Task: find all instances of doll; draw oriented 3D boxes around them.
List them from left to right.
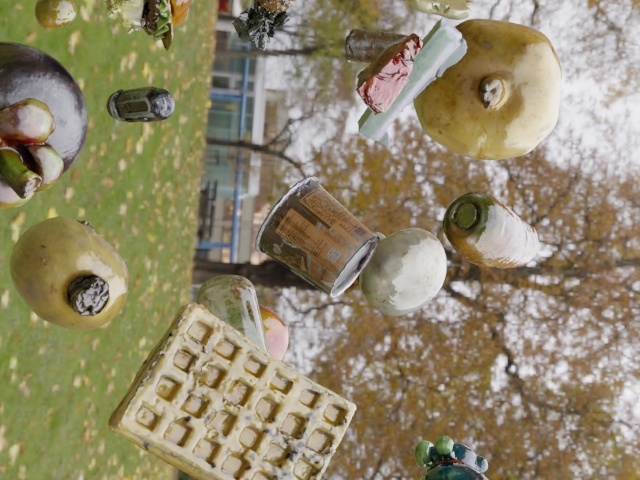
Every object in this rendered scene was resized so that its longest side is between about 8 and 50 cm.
[{"bbox_3d":[0.289,0.554,1.685,0.322,0.186,0.198,-77,146,-62],"label":"doll"}]

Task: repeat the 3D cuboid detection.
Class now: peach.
[{"bbox_3d":[-0.208,0.298,2.325,0.231,0.231,0.231,-176,-90,-78],"label":"peach"}]

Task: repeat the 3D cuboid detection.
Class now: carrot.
[{"bbox_3d":[0.219,-0.003,0.981,0.087,0.193,0.087,-10,-109,31],"label":"carrot"}]

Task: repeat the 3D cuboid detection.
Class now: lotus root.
[{"bbox_3d":[-0.397,0.062,1.262,0.310,0.183,0.182,24,-69,56],"label":"lotus root"}]

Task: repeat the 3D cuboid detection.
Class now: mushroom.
[{"bbox_3d":[0.188,0.058,1.966,0.243,0.244,0.243,-176,-90,-78],"label":"mushroom"}]

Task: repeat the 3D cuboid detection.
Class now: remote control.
[{"bbox_3d":[-0.480,-0.347,2.010,0.266,0.066,0.090,5,-78,43],"label":"remote control"}]

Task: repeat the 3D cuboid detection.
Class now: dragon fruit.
[{"bbox_3d":[0.108,-0.279,1.251,0.131,0.063,0.097,-38,-122,17],"label":"dragon fruit"}]

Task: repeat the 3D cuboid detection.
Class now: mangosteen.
[{"bbox_3d":[-0.378,-0.129,0.939,0.230,0.194,0.194,-105,-159,-43],"label":"mangosteen"}]

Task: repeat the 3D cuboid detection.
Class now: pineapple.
[{"bbox_3d":[-0.127,-0.553,1.857,0.119,0.111,0.237,53,-34,11],"label":"pineapple"}]

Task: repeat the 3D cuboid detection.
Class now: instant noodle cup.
[{"bbox_3d":[0.000,0.000,1.734,0.217,0.207,0.217,-47,163,-18],"label":"instant noodle cup"}]

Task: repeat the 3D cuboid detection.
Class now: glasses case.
[{"bbox_3d":[-0.221,0.287,2.103,0.098,0.156,0.425,-93,173,-65],"label":"glasses case"}]

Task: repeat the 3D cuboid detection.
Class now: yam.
[{"bbox_3d":[0.126,-0.429,1.743,0.079,0.141,0.079,13,90,-68],"label":"yam"}]

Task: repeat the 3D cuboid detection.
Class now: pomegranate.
[{"bbox_3d":[0.376,-0.331,1.725,0.342,0.342,0.342,-176,-90,-78],"label":"pomegranate"}]

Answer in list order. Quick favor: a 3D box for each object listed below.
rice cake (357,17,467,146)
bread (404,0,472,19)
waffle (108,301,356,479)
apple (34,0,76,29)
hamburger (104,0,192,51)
[{"bbox_3d":[0.165,-0.285,1.446,0.290,0.081,0.051,-50,-168,42],"label":"rice cake"},{"bbox_3d":[0.252,-0.557,1.754,0.251,0.182,0.039,-74,175,-54],"label":"bread"},{"bbox_3d":[-0.145,0.304,1.374,0.261,0.376,0.114,-62,-166,-21],"label":"waffle"},{"bbox_3d":[-0.579,-0.500,1.704,0.089,0.089,0.074,-105,168,-57],"label":"apple"},{"bbox_3d":[-0.250,-0.426,1.159,0.243,0.139,0.261,-103,-152,-52],"label":"hamburger"}]
